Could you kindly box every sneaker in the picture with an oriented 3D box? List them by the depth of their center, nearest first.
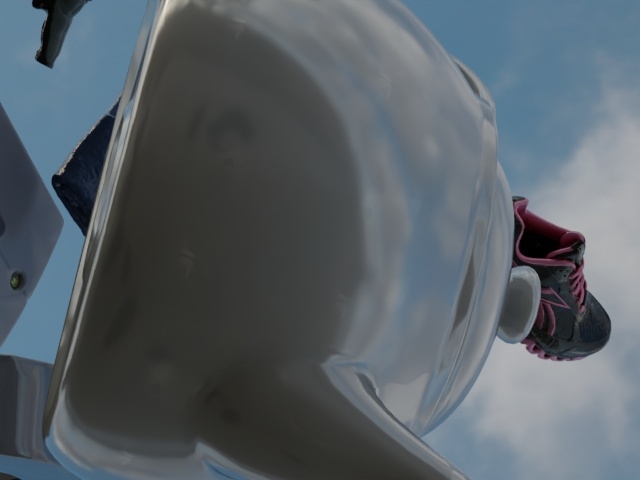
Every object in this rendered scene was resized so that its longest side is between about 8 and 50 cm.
[{"bbox_3d":[0.109,0.017,0.939,0.057,0.119,0.047,-23,-136,36],"label":"sneaker"}]

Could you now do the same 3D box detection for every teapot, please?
[{"bbox_3d":[0.000,0.000,0.809,0.187,0.252,0.256,14,-99,-9],"label":"teapot"}]

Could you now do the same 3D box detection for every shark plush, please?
[{"bbox_3d":[-0.135,-0.183,1.231,0.067,0.073,0.161,32,-99,6],"label":"shark plush"}]

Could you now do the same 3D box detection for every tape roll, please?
[{"bbox_3d":[-0.263,0.136,1.398,0.219,0.219,0.072,-8,-111,27],"label":"tape roll"}]

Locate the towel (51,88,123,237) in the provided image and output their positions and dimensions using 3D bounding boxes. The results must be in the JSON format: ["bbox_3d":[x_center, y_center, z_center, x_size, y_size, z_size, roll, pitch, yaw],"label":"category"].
[{"bbox_3d":[-0.120,-0.058,1.259,0.029,0.119,0.067,8,-38,43],"label":"towel"}]

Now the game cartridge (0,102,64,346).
[{"bbox_3d":[-0.276,0.026,1.178,0.060,0.294,0.196,-2,-53,38],"label":"game cartridge"}]
